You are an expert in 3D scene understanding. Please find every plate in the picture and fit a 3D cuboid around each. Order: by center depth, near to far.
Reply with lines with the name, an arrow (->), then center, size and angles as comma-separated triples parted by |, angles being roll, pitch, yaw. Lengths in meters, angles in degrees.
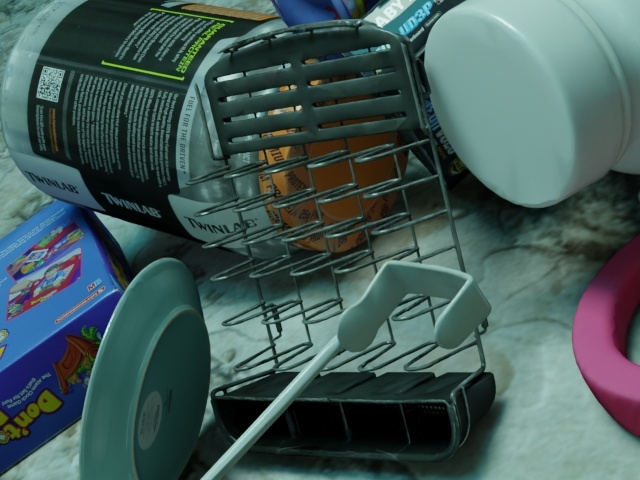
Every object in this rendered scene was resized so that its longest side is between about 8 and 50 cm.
plate -> -0.107, 0.106, 0.954 | 0.024, 0.188, 0.188 | 10, 45, 16

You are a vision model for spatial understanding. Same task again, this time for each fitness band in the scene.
fitness band -> 0.277, 0.009, 0.810 | 0.291, 0.054, 0.209 | -27, 30, 17

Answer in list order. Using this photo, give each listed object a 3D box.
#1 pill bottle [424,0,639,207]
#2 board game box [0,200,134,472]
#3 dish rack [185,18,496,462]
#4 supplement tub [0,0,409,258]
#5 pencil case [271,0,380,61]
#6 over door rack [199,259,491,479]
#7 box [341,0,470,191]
pill bottle -> 0.225, -0.149, 0.900 | 0.318, 0.176, 0.176 | -30, 25, -25
board game box -> -0.314, 0.120, 1.234 | 0.347, 0.078, 0.233 | -35, 29, -1
dish rack -> 0.000, 0.000, 0.916 | 0.208, 0.271, 0.074 | -5, 12, 41
supplement tub -> -0.096, -0.096, 1.176 | 0.316, 0.193, 0.193 | 16, 55, 38
pencil case -> 0.096, -0.252, 1.022 | 0.306, 0.133, 0.119 | -39, 66, -9
over door rack -> -0.024, 0.183, 0.676 | 0.324, 0.239, 0.108 | -39, 35, -7
box -> 0.118, -0.141, 1.028 | 0.175, 0.220, 0.051 | -43, 66, 2
